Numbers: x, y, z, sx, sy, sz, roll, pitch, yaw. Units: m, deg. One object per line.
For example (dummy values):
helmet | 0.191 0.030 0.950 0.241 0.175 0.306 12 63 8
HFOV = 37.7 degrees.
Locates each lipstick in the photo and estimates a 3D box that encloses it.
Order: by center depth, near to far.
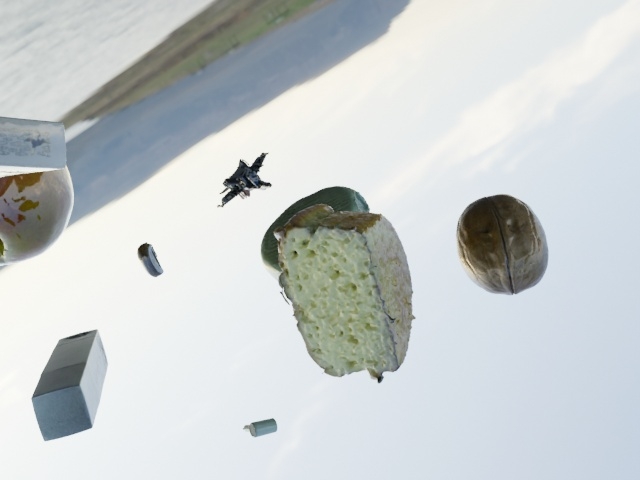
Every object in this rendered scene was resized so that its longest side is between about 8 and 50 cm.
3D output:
lipstick | -0.401 0.226 1.526 0.080 0.076 0.371 -14 -170 -8

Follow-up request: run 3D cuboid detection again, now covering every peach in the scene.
peach | -0.685 -0.106 2.058 0.308 0.308 0.332 -25 -148 33

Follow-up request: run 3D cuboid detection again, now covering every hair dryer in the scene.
hair dryer | -0.160 0.464 2.318 0.063 0.037 0.124 -7 172 -30

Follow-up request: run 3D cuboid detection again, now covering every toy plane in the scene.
toy plane | -0.128 -0.108 1.653 0.135 0.062 0.188 -51 -167 -10

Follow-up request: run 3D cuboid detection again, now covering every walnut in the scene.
walnut | 0.341 0.008 1.766 0.167 0.167 0.207 -27 -122 26

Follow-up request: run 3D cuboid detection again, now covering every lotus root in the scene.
lotus root | -0.359 0.044 1.953 0.037 0.083 0.030 -6 -146 20

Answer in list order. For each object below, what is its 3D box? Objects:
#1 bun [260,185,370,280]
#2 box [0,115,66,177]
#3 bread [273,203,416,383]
bun | -0.003 0.001 1.710 0.221 0.108 0.221 -24 -143 20
box | -0.441 -0.078 0.890 0.365 0.051 0.205 -4 179 35
bread | 0.044 0.053 1.180 0.143 0.229 0.139 0 -151 30
